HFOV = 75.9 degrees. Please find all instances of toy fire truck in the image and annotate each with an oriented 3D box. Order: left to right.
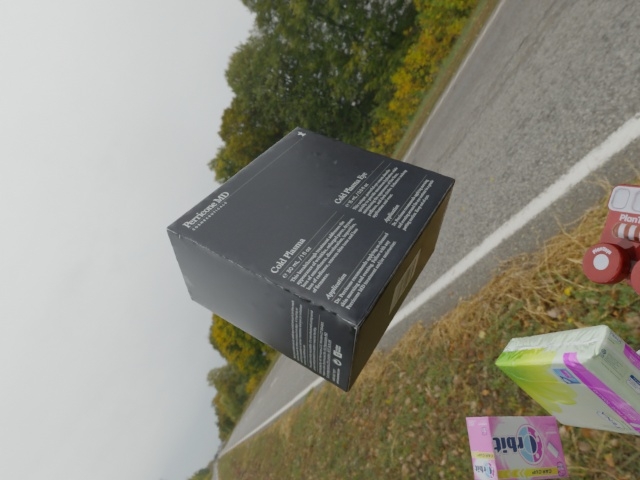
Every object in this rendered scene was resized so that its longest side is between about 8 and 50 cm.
[{"bbox_3d":[0.769,0.002,0.918,0.302,0.170,0.253,-142,61,-72],"label":"toy fire truck"}]

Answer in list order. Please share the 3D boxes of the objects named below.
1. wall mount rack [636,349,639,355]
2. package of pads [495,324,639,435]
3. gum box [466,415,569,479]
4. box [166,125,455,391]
[{"bbox_3d":[0.991,0.350,1.048,0.304,0.350,0.130,-61,16,14],"label":"wall mount rack"},{"bbox_3d":[0.572,0.307,0.891,0.101,0.229,0.296,-46,-2,-22],"label":"package of pads"},{"bbox_3d":[0.382,0.397,0.790,0.062,0.189,0.107,135,139,-57],"label":"gum box"},{"bbox_3d":[0.000,0.000,0.680,0.343,0.313,0.178,-48,-27,-37],"label":"box"}]
